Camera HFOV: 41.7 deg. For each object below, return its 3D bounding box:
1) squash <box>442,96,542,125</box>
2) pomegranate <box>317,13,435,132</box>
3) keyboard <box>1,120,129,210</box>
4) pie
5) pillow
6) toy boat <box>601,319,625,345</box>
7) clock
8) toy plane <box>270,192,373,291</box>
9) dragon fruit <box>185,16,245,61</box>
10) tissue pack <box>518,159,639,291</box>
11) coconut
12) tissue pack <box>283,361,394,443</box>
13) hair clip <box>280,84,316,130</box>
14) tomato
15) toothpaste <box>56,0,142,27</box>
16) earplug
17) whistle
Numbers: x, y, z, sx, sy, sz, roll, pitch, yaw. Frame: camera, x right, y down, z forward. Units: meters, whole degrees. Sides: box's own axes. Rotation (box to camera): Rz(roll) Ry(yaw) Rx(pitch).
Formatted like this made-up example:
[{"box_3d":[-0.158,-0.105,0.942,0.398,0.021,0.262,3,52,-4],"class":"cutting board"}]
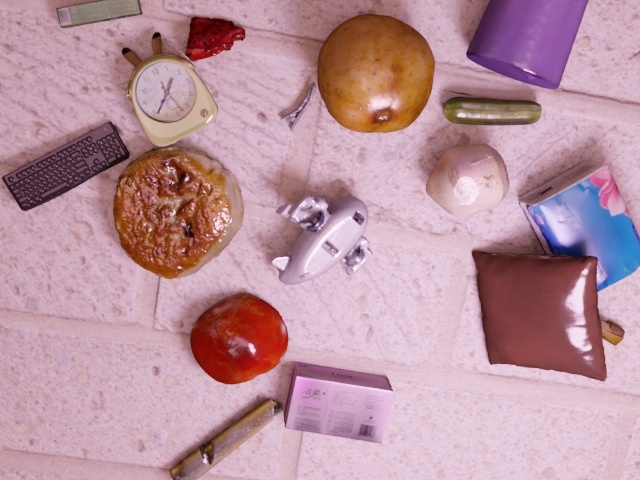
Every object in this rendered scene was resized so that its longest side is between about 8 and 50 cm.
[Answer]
[{"box_3d":[0.392,-0.294,1.922,0.228,0.066,0.066,1,104,-4],"class":"squash"},{"box_3d":[0.119,-0.356,1.799,0.260,0.260,0.260,-1,104,-4],"class":"pomegranate"},{"box_3d":[-0.621,-0.143,1.897,0.381,0.041,0.103,-27,104,3],"class":"keyboard"},{"box_3d":[-0.331,-0.067,1.916,0.315,0.092,0.315,-1,105,-2],"class":"pie"},{"box_3d":[0.508,0.174,1.972,0.307,0.108,0.305,3,109,39],"class":"pillow"},{"box_3d":[0.690,0.209,2.084,0.149,0.047,0.049,31,87,-14],"class":"toy boat"},{"box_3d":[-0.342,-0.337,1.855,0.170,0.069,0.232,-26,104,3],"class":"clock"},{"box_3d":[0.002,0.002,1.940,0.266,0.122,0.267,-8,120,-15],"class":"toy plane"},{"box_3d":[-0.231,-0.437,1.840,0.131,0.063,0.097,3,104,-5],"class":"dragon fruit"},{"box_3d":[0.619,-0.023,1.971,0.209,0.137,0.270,-28,105,5],"class":"tissue pack"},{"box_3d":[0.329,-0.134,1.906,0.183,0.171,0.171,-14,105,-9],"class":"coconut"},{"box_3d":[0.044,0.395,2.058,0.246,0.092,0.149,11,104,-7],"class":"tissue pack"},{"box_3d":[-0.048,-0.306,1.904,0.039,0.030,0.115,33,100,-10],"class":"hair clip"},{"box_3d":[-0.196,0.241,1.978,0.233,0.139,0.200,-28,98,4],"class":"tomato"},{"box_3d":[-0.478,-0.495,1.821,0.178,0.037,0.043,-10,101,-2],"class":"toothpaste"},{"box_3d":[0.489,-0.568,1.796,0.215,0.215,0.456,19,98,-9],"class":"earplug"},{"box_3d":[-0.232,0.498,2.084,0.326,0.057,0.068,-37,148,6],"class":"whistle"}]
